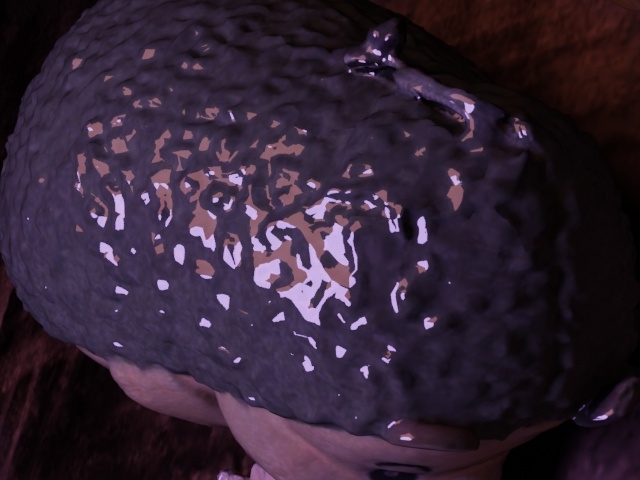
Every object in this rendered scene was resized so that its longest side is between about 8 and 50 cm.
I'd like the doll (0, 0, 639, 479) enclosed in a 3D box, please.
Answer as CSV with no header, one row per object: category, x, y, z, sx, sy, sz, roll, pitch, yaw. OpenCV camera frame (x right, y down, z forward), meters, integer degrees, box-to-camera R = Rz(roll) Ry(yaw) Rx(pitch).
doll,0.000,0.000,0.902,0.349,0.247,0.247,17,88,54

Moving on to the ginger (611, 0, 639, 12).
ginger,0.125,-0.254,0.788,0.133,0.107,0.309,-25,59,37

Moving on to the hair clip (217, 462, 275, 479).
hair clip,0.004,0.152,0.970,0.214,0.056,0.062,-150,64,-68
